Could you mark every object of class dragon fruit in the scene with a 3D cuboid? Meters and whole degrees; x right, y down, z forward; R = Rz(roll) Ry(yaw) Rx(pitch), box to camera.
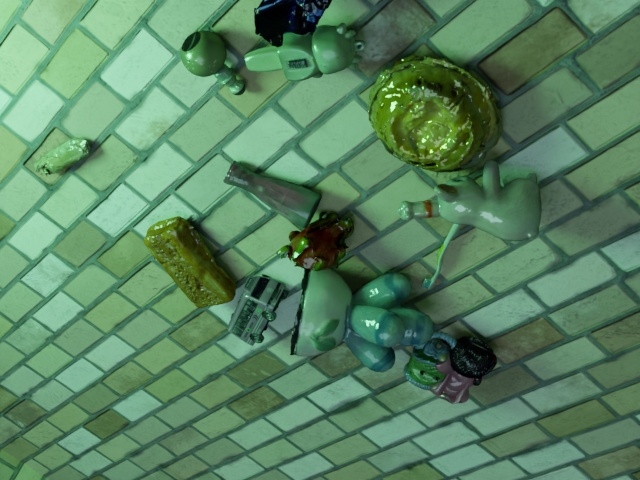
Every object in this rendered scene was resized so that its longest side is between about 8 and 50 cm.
[{"bbox_3d":[0.000,0.000,2.005,0.138,0.142,0.175,45,105,26],"label":"dragon fruit"}]

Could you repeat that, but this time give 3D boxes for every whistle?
[{"bbox_3d":[-0.029,-0.360,1.682,0.245,0.092,0.110,-4,131,22],"label":"whistle"}]

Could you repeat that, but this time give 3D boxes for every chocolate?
[{"bbox_3d":[-0.004,-0.465,1.519,0.148,0.126,0.343,3,136,-33],"label":"chocolate"}]

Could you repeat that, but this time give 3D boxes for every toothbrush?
[{"bbox_3d":[0.281,0.027,1.982,0.026,0.022,0.263,13,136,-8],"label":"toothbrush"}]

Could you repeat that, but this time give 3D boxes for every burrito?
[{"bbox_3d":[-0.610,-0.198,2.082,0.188,0.045,0.058,-22,128,33],"label":"burrito"}]

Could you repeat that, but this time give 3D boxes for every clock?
[{"bbox_3d":[0.321,0.304,2.175,0.194,0.100,0.195,26,134,-2],"label":"clock"}]

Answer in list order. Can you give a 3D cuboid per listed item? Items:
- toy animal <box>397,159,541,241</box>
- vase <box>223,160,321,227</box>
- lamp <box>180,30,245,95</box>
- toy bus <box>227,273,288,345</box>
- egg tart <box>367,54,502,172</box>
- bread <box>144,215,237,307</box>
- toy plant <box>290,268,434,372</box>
[{"bbox_3d":[0.308,-0.085,1.771,0.283,0.138,0.140,16,144,-5],"label":"toy animal"},{"bbox_3d":[-0.109,-0.110,1.960,0.214,0.086,0.086,26,135,2],"label":"vase"},{"bbox_3d":[-0.208,-0.351,1.773,0.091,0.091,0.163,-18,139,33],"label":"lamp"},{"bbox_3d":[-0.163,0.175,2.236,0.108,0.096,0.199,28,138,-1],"label":"toy bus"},{"bbox_3d":[0.218,-0.230,1.713,0.279,0.095,0.278,10,137,10],"label":"egg tart"},{"bbox_3d":[-0.319,0.056,2.192,0.139,0.077,0.271,-17,125,28],"label":"bread"},{"bbox_3d":[0.103,0.187,2.078,0.332,0.247,0.247,10,135,2],"label":"toy plant"}]
